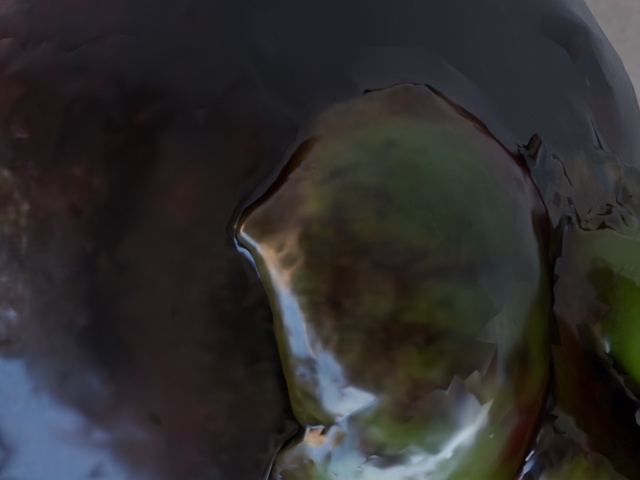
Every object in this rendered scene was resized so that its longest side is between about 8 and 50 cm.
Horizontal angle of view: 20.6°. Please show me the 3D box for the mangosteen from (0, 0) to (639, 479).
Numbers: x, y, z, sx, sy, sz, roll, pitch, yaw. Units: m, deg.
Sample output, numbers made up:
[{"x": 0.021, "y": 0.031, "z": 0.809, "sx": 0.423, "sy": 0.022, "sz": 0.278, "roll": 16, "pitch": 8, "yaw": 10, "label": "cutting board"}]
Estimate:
[{"x": 0.000, "y": 0.000, "z": 0.593, "sx": 0.306, "sy": 0.306, "sz": 0.359, "roll": 30, "pitch": 153, "yaw": -35, "label": "mangosteen"}]
